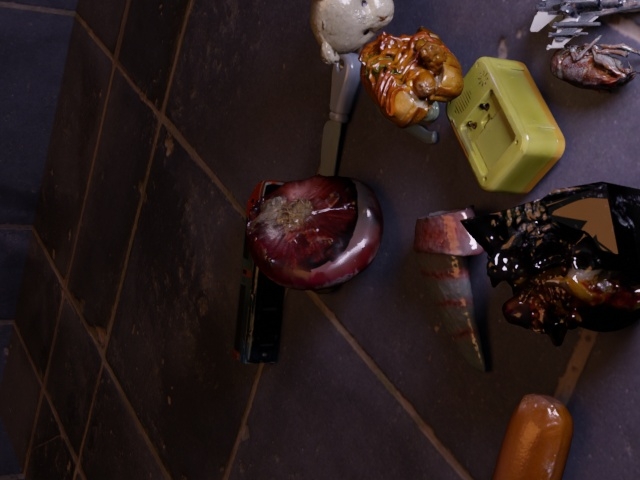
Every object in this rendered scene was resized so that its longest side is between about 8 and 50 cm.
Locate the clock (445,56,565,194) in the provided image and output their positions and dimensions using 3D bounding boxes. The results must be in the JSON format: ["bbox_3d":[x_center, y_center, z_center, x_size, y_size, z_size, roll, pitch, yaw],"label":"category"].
[{"bbox_3d":[0.294,-0.183,1.778,0.143,0.096,0.202,-56,44,44],"label":"clock"}]

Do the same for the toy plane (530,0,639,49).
[{"bbox_3d":[0.399,-0.354,1.637,0.234,0.082,0.160,2,64,57],"label":"toy plane"}]

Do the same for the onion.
[{"bbox_3d":[0.000,0.000,2.148,0.272,0.272,0.195,60,173,39],"label":"onion"}]

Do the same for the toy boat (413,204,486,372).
[{"bbox_3d":[0.233,0.087,1.899,0.206,0.096,0.282,-13,91,63],"label":"toy boat"}]

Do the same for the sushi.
[{"bbox_3d":[0.363,0.040,1.592,0.227,0.215,0.212,-14,81,35],"label":"sushi"}]

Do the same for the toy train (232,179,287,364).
[{"bbox_3d":[-0.130,0.067,2.443,0.089,0.086,0.409,16,103,59],"label":"toy train"}]

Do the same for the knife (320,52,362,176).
[{"bbox_3d":[0.027,-0.223,2.258,0.080,0.044,0.331,41,126,50],"label":"knife"}]

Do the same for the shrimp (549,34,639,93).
[{"bbox_3d":[0.410,-0.255,1.627,0.190,0.075,0.073,26,91,61],"label":"shrimp"}]

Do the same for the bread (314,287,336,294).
[{"bbox_3d":[-0.003,0.069,2.269,0.113,0.060,0.082,-10,78,56],"label":"bread"}]

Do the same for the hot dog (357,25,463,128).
[{"bbox_3d":[0.141,-0.293,1.872,0.158,0.117,0.349,-32,19,8],"label":"hot dog"}]

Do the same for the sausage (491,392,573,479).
[{"bbox_3d":[0.319,0.366,1.716,0.105,0.105,0.274,36,118,52],"label":"sausage"}]

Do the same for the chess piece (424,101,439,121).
[{"bbox_3d":[0.165,-0.235,1.982,0.042,0.093,0.042,4,95,57],"label":"chess piece"}]

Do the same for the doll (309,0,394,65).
[{"bbox_3d":[0.086,-0.436,2.015,0.149,0.278,0.175,5,122,24],"label":"doll"}]

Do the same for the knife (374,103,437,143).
[{"bbox_3d":[0.157,-0.220,2.069,0.210,0.015,0.028,39,128,52],"label":"knife"}]
